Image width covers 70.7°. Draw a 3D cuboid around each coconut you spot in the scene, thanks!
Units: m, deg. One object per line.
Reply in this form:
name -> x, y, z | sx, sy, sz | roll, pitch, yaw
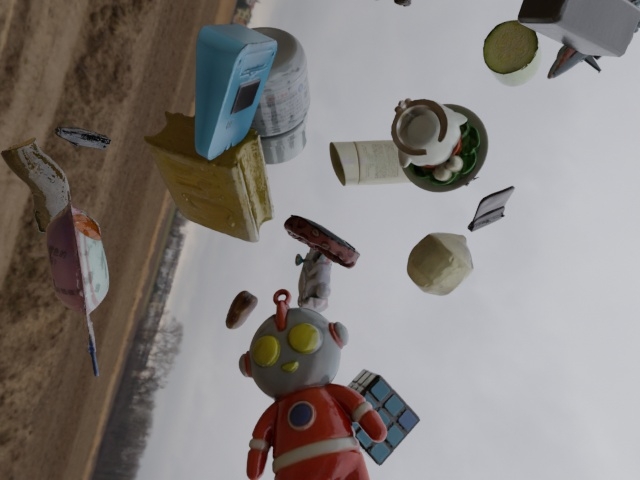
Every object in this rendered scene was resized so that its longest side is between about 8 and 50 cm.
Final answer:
coconut -> 0.395, 0.070, 1.476 | 0.224, 0.224, 0.224 | -164, -90, -73

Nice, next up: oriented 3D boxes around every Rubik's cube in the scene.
Rubik's cube -> 0.133, 0.458, 1.193 | 0.162, 0.160, 0.163 | -43, 180, -16

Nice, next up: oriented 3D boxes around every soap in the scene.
soap -> -0.291, -0.172, 1.250 | 0.335, 0.293, 0.156 | 87, 25, -56

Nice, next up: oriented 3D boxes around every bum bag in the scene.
bum bag -> 0.466, -0.083, 1.230 | 0.159, 0.109, 0.026 | 80, -15, -62

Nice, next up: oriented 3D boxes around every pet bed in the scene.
pet bed -> 0.000, 0.000, 1.073 | 0.054, 0.201, 0.201 | -58, -163, -6

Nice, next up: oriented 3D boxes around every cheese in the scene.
cheese -> -0.365, 0.068, 0.690 | 0.189, 0.074, 0.286 | 29, -57, 56

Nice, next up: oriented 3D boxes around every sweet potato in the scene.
sweet potato -> -0.635, -0.119, 1.031 | 0.286, 0.111, 0.085 | 120, -26, -52

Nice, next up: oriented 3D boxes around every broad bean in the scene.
broad bean -> -0.299, 0.264, 1.683 | 0.114, 0.084, 0.165 | -27, 152, -54

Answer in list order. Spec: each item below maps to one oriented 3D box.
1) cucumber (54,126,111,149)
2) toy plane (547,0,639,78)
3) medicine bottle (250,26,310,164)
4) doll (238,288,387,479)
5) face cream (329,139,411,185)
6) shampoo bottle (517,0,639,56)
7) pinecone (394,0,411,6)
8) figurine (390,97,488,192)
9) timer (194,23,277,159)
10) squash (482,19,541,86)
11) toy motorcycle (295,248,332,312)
cucumber -> -0.487, -0.208, 0.911 | 0.163, 0.043, 0.039 | -28, 132, -79
toy plane -> 0.585, -0.422, 0.943 | 0.326, 0.104, 0.223 | -47, 172, -15
medicine bottle -> -0.149, -0.385, 1.238 | 0.306, 0.244, 0.245 | 84, 8, -56
doll -> -0.025, 0.213, 0.634 | 0.105, 0.199, 0.337 | 59, 13, -54
face cream -> 0.206, -0.299, 1.739 | 0.081, 0.348, 0.174 | 168, -85, -70
shampoo bottle -> 0.434, -0.363, 0.738 | 0.080, 0.245, 0.079 | 40, -59, 50
pinecone -> 0.159, -0.576, 0.847 | 0.264, 0.264, 0.264 | -164, -90, -73
figurine -> 0.146, -0.133, 0.590 | 0.153, 0.132, 0.132 | 4, 107, -63
timer -> -0.196, -0.315, 0.961 | 0.232, 0.091, 0.250 | -63, 176, -61
squash -> 0.519, -0.487, 1.209 | 0.247, 0.132, 0.133 | -13, 129, -61
toy motorcycle -> -0.009, 0.120, 1.339 | 0.171, 0.110, 0.260 | 50, -54, 59
